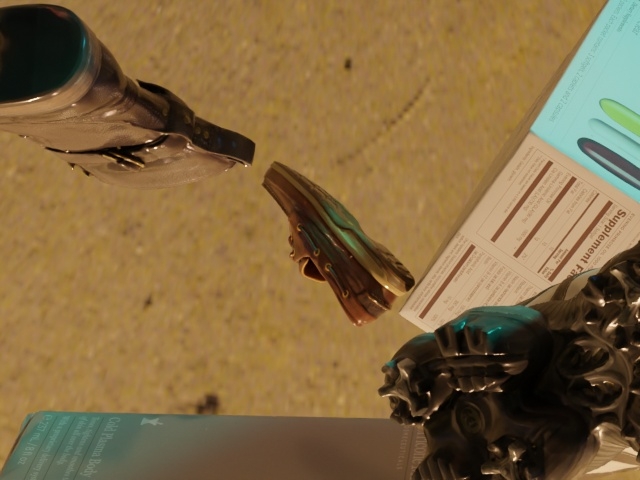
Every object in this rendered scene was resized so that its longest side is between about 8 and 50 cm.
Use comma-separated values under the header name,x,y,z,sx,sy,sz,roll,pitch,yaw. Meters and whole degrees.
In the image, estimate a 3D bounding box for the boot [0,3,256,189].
name,x,y,z,sx,sy,sz,roll,pitch,yaw
boot,-0.203,-0.086,1.334,0.263,0.229,0.091,5,76,25

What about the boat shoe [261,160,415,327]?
name,x,y,z,sx,sy,sz,roll,pitch,yaw
boat shoe,0.000,0.000,1.509,0.060,0.178,0.064,-49,140,7

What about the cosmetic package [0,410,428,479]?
name,x,y,z,sx,sy,sz,roll,pitch,yaw
cosmetic package,-0.047,0.160,1.017,0.238,0.127,0.107,-3,113,7

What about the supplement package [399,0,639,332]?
name,x,y,z,sx,sy,sz,roll,pitch,yaw
supplement package,0.206,-0.035,1.492,0.145,0.262,0.204,34,127,1

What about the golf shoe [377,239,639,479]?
name,x,y,z,sx,sy,sz,roll,pitch,yaw
golf shoe,0.108,0.029,0.535,0.198,0.094,0.077,-12,92,49
